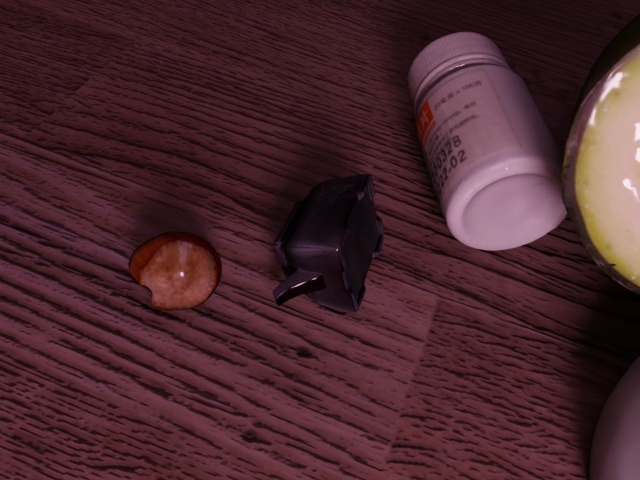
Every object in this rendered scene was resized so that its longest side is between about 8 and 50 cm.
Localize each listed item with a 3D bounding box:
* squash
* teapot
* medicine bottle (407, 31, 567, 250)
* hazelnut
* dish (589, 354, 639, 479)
[{"bbox_3d":[0.388,-0.119,0.717,0.263,0.263,0.384,25,29,13],"label":"squash"},{"bbox_3d":[0.000,0.000,0.730,0.096,0.087,0.177,1,42,22],"label":"teapot"},{"bbox_3d":[0.186,-0.122,0.833,0.145,0.144,0.252,1,50,-10],"label":"medicine bottle"},{"bbox_3d":[-0.136,0.026,0.682,0.086,0.086,0.086,6,46,-6],"label":"hazelnut"},{"bbox_3d":[0.371,0.160,0.535,0.324,0.124,0.324,-11,45,11],"label":"dish"}]
